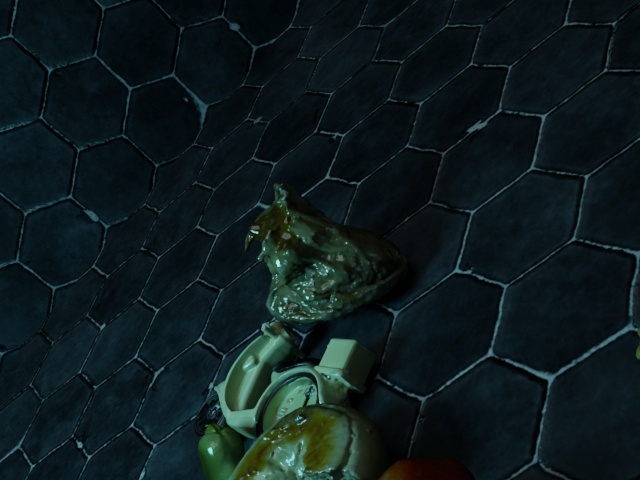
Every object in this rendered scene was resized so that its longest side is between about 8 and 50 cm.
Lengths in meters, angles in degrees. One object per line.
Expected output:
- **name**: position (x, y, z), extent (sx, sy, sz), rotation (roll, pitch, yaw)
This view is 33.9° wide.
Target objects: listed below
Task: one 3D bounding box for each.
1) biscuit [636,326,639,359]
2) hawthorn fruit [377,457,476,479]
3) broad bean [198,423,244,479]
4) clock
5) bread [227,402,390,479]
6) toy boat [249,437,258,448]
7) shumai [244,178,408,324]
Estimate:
- **biscuit**: position (0.547, 0.120, 1.444), extent (0.249, 0.035, 0.184), rotation (0, 51, 57)
- **hawthorn fruit**: position (0.149, 0.407, 1.427), extent (0.205, 0.205, 0.253), rotation (-44, 2, 5)
- **broad bean**: position (-0.177, 0.422, 1.924), extent (0.082, 0.174, 0.124), rotation (-8, 4, -22)
- **clock**: position (-0.076, 0.289, 2.016), extent (0.379, 0.120, 0.276), rotation (4, 60, 50)
- **bread**: position (-0.008, 0.372, 1.743), extent (0.314, 0.171, 0.192), rotation (-25, 33, 34)
- **toy boat**: position (-0.105, 0.420, 1.867), extent (0.066, 0.140, 0.059), rotation (-10, 14, 27)
- **shumai**: position (0.000, 0.000, 2.070), extent (0.314, 0.262, 0.267), rotation (-9, 26, 30)
